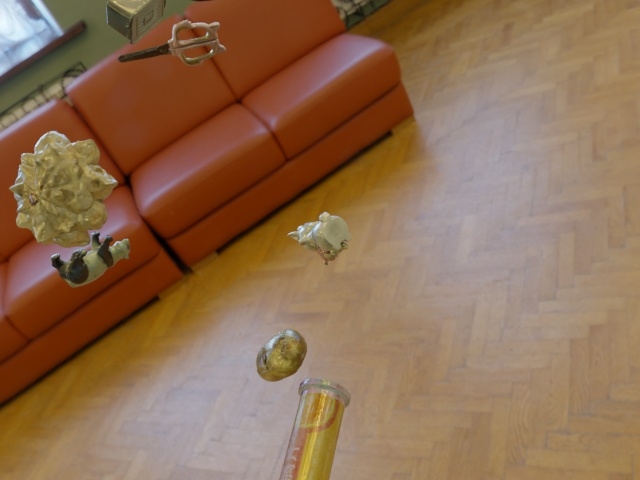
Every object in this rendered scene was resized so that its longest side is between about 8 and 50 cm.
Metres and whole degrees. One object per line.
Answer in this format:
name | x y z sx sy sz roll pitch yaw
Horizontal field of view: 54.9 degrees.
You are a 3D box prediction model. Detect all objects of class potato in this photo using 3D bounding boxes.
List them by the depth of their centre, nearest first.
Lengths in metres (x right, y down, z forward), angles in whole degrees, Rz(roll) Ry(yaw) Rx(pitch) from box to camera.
potato | -0.087 0.252 1.342 0.170 0.080 0.107 -42 19 58

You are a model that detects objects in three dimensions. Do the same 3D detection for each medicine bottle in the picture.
medicine bottle | -0.034 0.461 1.107 0.108 0.108 0.426 -10 44 27

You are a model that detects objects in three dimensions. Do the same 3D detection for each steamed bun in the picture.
steamed bun | -0.647 -0.126 1.504 0.295 0.293 0.137 -1 3 24

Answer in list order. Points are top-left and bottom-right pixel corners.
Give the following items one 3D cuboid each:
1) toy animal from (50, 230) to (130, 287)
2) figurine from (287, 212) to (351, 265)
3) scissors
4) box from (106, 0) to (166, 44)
toy animal | -0.679 0.053 1.854 0.093 0.121 0.225 14 40 42
figurine | -0.006 0.005 1.250 0.081 0.098 0.146 -14 -5 -34
scissors | -0.446 -0.573 1.831 0.317 0.160 0.024 -12 55 -3
box | -0.380 -0.474 1.264 0.122 0.069 0.084 -57 -1 -31
